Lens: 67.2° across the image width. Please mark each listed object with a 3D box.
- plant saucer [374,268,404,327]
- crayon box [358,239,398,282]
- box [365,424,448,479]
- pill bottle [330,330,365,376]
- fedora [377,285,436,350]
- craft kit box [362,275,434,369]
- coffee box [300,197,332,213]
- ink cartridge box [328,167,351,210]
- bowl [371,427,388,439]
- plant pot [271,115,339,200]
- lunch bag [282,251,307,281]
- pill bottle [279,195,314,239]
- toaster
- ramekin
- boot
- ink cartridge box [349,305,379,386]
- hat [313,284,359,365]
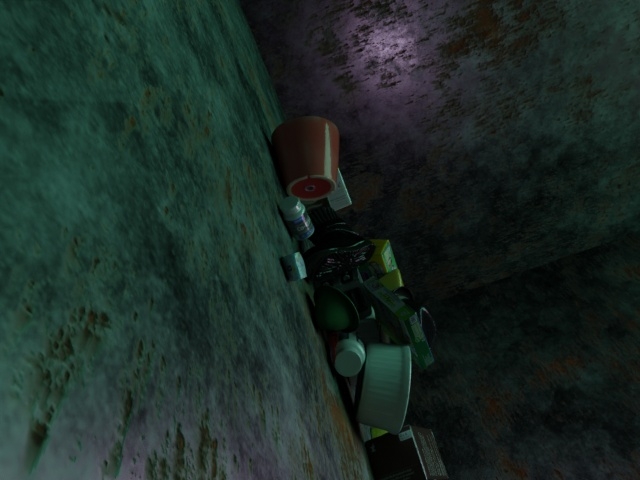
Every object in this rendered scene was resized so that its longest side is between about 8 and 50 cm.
[{"bbox_3d":[0.250,0.333,2.023,0.081,0.332,0.333,45,-17,52],"label":"plant saucer"},{"bbox_3d":[0.185,0.157,2.129,0.106,0.313,0.363,-62,142,-40],"label":"crayon box"},{"bbox_3d":[0.280,0.713,1.558,0.203,0.168,0.167,34,33,-50],"label":"box"},{"bbox_3d":[0.083,0.344,1.471,0.180,0.107,0.108,-61,131,-83],"label":"pill bottle"},{"bbox_3d":[0.357,0.350,1.884,0.334,0.152,0.334,-10,103,-50],"label":"fedora"},{"bbox_3d":[0.256,0.270,1.599,0.246,0.061,0.250,46,-15,55],"label":"craft kit box"},{"bbox_3d":[-0.042,-0.194,2.062,0.098,0.141,0.247,36,34,-82],"label":"coffee box"},{"bbox_3d":[-0.010,-0.275,2.251,0.131,0.226,0.306,-93,161,-79],"label":"ink cartridge box"},{"bbox_3d":[0.307,0.820,1.788,0.289,0.156,0.290,-20,90,-85],"label":"bowl"},{"bbox_3d":[-0.048,-0.303,1.871,0.275,0.274,0.243,60,22,-65],"label":"plant pot"},{"bbox_3d":[-0.066,0.067,1.249,0.083,0.053,0.071,177,-105,-85],"label":"lunch bag"},{"bbox_3d":[-0.077,-0.072,1.539,0.078,0.078,0.137,-105,173,-46],"label":"pill bottle"},{"bbox_3d":[0.083,0.208,1.700,0.110,0.168,0.186,-86,155,-72],"label":"toaster"},{"bbox_3d":[0.189,0.451,1.509,0.277,0.135,0.277,9,90,-89],"label":"ramekin"},{"bbox_3d":[-0.001,0.003,1.659,0.260,0.131,0.348,42,31,28],"label":"boot"},{"bbox_3d":[0.153,0.373,1.777,0.273,0.114,0.199,-87,172,-69],"label":"ink cartridge box"},{"bbox_3d":[-0.003,0.247,1.396,0.173,0.183,0.208,53,-35,-2],"label":"hat"}]
